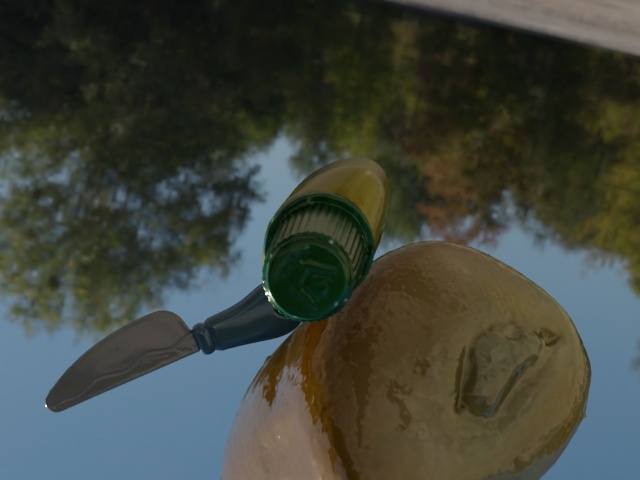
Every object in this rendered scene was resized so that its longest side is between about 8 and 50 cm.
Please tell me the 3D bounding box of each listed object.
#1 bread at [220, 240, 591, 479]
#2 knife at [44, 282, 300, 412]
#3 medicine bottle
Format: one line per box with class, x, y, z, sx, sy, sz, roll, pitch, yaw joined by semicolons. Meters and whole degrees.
bread;0.065;0.173;1.261;0.253;0.348;0.376;45;148;3
knife;-0.130;0.088;1.174;0.244;0.058;0.032;-18;-170;-10
medicine bottle;0.000;0.000;0.903;0.076;0.111;0.309;36;-171;-1
